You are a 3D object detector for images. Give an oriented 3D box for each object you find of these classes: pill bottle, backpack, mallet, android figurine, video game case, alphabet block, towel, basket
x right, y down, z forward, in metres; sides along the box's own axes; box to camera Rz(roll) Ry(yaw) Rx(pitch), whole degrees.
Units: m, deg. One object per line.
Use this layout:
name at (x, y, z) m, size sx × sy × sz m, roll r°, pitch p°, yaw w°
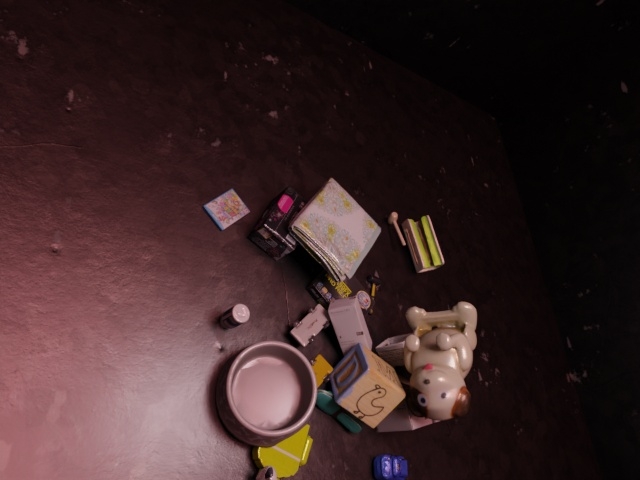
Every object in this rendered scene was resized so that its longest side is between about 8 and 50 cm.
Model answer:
pill bottle at (-0.302, 0.268, 1.620) m, size 0.067 × 0.120 × 0.067 m, roll 18°, pitch 57°, yaw -31°
backpack at (0.268, 0.867, 1.785) m, size 0.120 × 0.101 × 0.098 m, roll 20°, pitch 50°, yaw -26°
mallet at (0.232, 0.244, 2.130) m, size 0.062 × 0.039 × 0.190 m, roll 33°, pitch 54°, yaw -23°
android figurine at (-0.135, 0.680, 1.584) m, size 0.248 × 0.056 × 0.273 m, roll 35°, pitch 49°, yaw -20°
video game case at (-0.370, -0.124, 1.843) m, size 0.119 × 0.015 × 0.166 m, roll 53°, pitch 46°, yaw -5°
alphabet block at (0.173, 0.546, 1.769) m, size 0.197 × 0.192 × 0.193 m, roll 38°, pitch 12°, yaw -16°
towel at (0.068, -0.048, 1.905) m, size 0.320 × 0.090 × 0.374 m, roll 48°, pitch 47°, yaw -11°
basket at (0.341, 0.475, 2.006) m, size 0.113 × 0.167 × 0.103 m, roll -22°, pitch 87°, yaw -44°

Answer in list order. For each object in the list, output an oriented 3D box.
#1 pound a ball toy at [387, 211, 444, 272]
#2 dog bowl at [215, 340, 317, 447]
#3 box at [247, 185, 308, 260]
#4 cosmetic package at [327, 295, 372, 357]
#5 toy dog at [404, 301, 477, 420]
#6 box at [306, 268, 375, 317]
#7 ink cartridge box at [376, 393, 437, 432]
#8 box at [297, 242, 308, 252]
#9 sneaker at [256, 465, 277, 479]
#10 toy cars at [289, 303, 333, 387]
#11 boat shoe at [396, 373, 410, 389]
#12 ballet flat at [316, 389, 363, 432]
pound a ball toy at (0.477, 0.006, 2.409) m, size 0.207 × 0.136 × 0.320 m, roll -11°, pitch 73°, yaw -16°
dog bowl at (-0.169, 0.497, 1.555) m, size 0.348 × 0.102 × 0.349 m, roll 10°, pitch 57°, yaw -15°
box at (-0.154, -0.069, 1.904) m, size 0.163 × 0.142 × 0.247 m, roll 41°, pitch 49°, yaw -17°
cosmetic package at (0.120, 0.347, 1.861) m, size 0.085 × 0.117 × 0.231 m, roll -66°, pitch 139°, yaw -64°
toy dog at (0.445, 0.488, 1.780) m, size 0.408 × 0.284 × 0.396 m, roll -57°, pitch 140°, yaw -54°
box at (0.091, 0.237, 1.998) m, size 0.270 × 0.060 × 0.216 m, roll 51°, pitch 47°, yaw -6°
ink cartridge box at (0.382, 0.687, 1.897) m, size 0.288 × 0.211 × 0.122 m, roll 2°, pitch 68°, yaw -37°
box at (0.000, 0.000, 1.988) m, size 0.180 × 0.147 × 0.078 m, roll 35°, pitch 50°, yaw -19°
sneaker at (-0.126, 0.828, 1.477) m, size 0.152 × 0.094 × 0.235 m, roll 8°, pitch 72°, yaw -43°
toy cars at (-0.046, 0.428, 1.772) m, size 0.176 × 0.087 × 0.394 m, roll 14°, pitch 54°, yaw -20°
boat shoe at (0.299, 0.605, 1.979) m, size 0.233 × 0.084 × 0.079 m, roll 23°, pitch 93°, yaw -37°
ballet flat at (0.067, 0.630, 1.773) m, size 0.247 × 0.083 × 0.087 m, roll 44°, pitch 23°, yaw -13°
